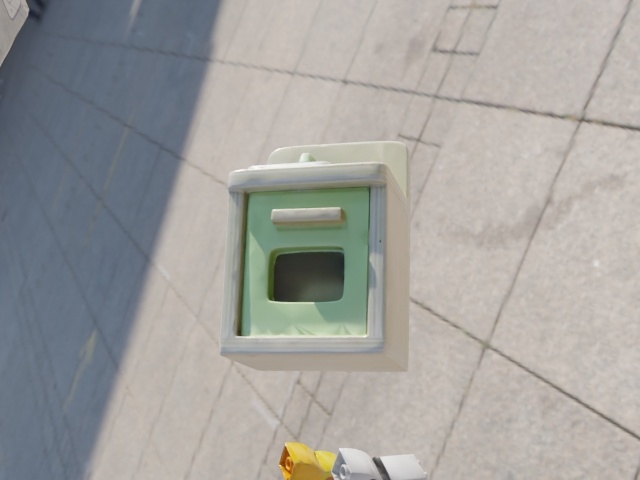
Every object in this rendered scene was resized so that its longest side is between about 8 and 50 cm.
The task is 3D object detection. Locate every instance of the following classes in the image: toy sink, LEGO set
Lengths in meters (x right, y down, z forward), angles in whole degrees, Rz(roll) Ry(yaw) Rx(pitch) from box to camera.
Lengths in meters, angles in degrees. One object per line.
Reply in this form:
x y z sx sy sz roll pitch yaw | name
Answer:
0.000 0.000 0.869 0.131 0.152 0.234 46 -135 -68 | toy sink
0.015 0.195 0.598 0.087 0.093 0.227 -121 40 -49 | LEGO set

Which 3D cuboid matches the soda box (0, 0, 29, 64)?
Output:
-0.172 -0.155 0.206 0.091 0.098 0.286 -94 -9 -54 | soda box
